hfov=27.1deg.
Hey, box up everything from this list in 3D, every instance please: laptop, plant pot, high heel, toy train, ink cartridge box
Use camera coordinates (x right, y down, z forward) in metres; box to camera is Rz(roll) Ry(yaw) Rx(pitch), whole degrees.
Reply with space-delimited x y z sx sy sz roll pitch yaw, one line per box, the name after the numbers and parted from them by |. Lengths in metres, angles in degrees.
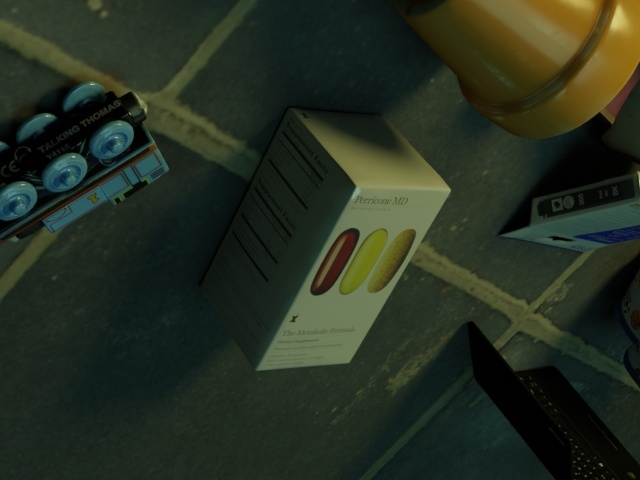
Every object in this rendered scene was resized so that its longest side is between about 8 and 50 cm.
0.332 0.225 1.827 0.264 0.234 0.136 -2 132 -38 | laptop
0.175 -0.226 1.249 0.188 0.205 0.205 27 111 -35 | plant pot
0.399 -0.187 1.542 0.181 0.127 0.377 -62 149 2 | high heel
-0.226 -0.062 1.170 0.184 0.080 0.105 -33 150 -7 | toy train
0.367 -0.032 1.686 0.208 0.045 0.206 -16 163 40 | ink cartridge box

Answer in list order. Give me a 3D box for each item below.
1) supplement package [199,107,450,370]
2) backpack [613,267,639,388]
0.000 0.000 1.381 0.139 0.134 0.244 -1 130 -41 | supplement package
0.557 0.132 1.897 0.276 0.263 0.213 4 134 -34 | backpack
